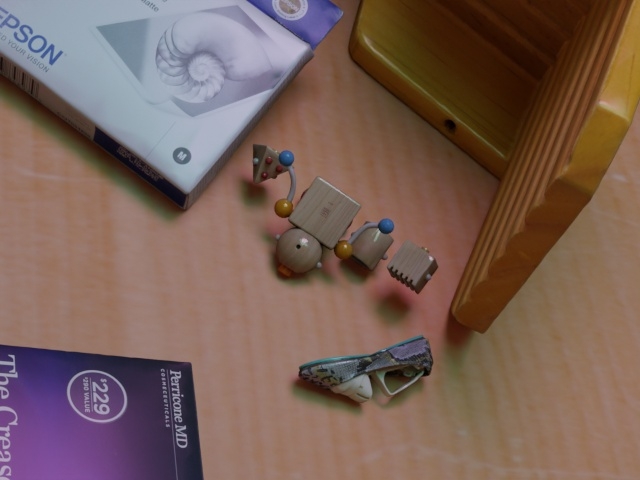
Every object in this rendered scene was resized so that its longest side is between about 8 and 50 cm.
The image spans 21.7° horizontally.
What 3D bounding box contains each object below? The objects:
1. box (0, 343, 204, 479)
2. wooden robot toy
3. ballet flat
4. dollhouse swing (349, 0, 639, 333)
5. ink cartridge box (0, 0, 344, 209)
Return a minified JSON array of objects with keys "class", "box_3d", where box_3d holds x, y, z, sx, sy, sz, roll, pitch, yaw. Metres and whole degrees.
[{"class":"box","box_3d":[-0.165,0.199,1.008,0.184,0.103,0.261,9,51,-24]},{"class":"wooden robot toy","box_3d":[0.000,0.000,1.289,0.173,0.076,0.079,35,82,2]},{"class":"ballet flat","box_3d":[0.038,0.099,1.233,0.114,0.041,0.041,-11,60,-32]},{"class":"dollhouse swing","box_3d":[0.115,-0.166,1.283,0.315,0.347,0.305,39,58,6]},{"class":"ink cartridge box","box_3d":[-0.125,-0.174,1.306,0.223,0.045,0.224,36,69,3]}]
